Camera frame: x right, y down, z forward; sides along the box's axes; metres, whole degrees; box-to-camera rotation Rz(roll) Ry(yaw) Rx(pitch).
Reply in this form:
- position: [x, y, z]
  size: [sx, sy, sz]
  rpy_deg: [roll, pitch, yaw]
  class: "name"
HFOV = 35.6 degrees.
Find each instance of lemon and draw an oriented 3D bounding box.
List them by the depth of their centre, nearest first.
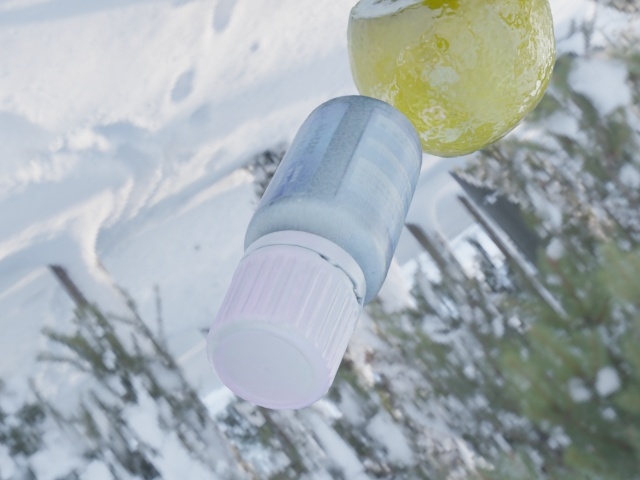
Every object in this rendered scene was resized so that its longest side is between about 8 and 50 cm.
- position: [0.157, -0.208, 1.147]
  size: [0.240, 0.219, 0.240]
  rpy_deg: [-22, -157, 10]
  class: "lemon"

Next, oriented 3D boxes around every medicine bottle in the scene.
- position: [0.000, 0.000, 0.555]
  size: [0.083, 0.083, 0.203]
  rpy_deg: [-47, -169, 39]
  class: "medicine bottle"
